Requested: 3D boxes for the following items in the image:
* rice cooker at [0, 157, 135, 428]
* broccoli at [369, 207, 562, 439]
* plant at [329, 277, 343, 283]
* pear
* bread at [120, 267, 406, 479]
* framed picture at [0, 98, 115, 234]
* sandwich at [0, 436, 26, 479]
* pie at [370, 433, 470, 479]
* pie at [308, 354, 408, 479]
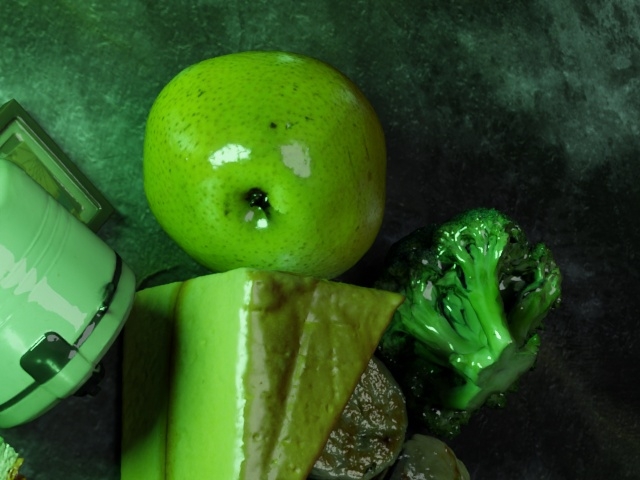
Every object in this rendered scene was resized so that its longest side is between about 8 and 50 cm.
[{"bbox_3d":[-0.310,0.058,1.555,0.244,0.226,0.226,41,54,-23],"label":"rice cooker"},{"bbox_3d":[0.186,0.098,1.955,0.265,0.294,0.245,-4,38,-13],"label":"broccoli"},{"bbox_3d":[0.000,0.000,1.937,0.085,0.087,0.174,76,28,-61],"label":"plant"},{"bbox_3d":[-0.060,-0.079,1.771,0.294,0.294,0.294,14,68,-38],"label":"pear"},{"bbox_3d":[-0.076,0.225,1.700,0.245,0.233,0.361,15,71,-40],"label":"bread"},{"bbox_3d":[-0.313,-0.050,1.707,0.168,0.023,0.128,49,51,-19],"label":"framed picture"},{"bbox_3d":[-0.314,0.278,1.550,0.160,0.109,0.184,22,64,-33],"label":"sandwich"},{"bbox_3d":[0.107,0.345,1.914,0.201,0.090,0.248,40,50,-22],"label":"pie"},{"bbox_3d":[0.020,0.205,1.891,0.187,0.041,0.186,10,64,-22],"label":"pie"}]
